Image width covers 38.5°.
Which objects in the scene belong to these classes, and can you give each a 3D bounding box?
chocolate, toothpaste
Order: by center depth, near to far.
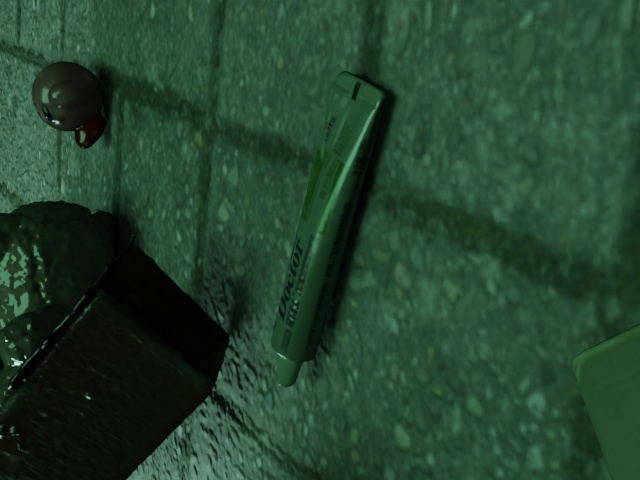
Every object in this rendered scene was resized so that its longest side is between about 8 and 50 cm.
[{"bbox_3d":[0.000,0.000,0.539,0.048,0.029,0.197,41,124,49],"label":"toothpaste"},{"bbox_3d":[-0.194,0.149,0.686,0.321,0.112,0.112,-49,9,20],"label":"chocolate"}]

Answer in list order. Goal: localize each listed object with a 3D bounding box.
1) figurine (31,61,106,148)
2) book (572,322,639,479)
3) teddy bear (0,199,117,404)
[{"bbox_3d":[-0.246,-0.139,0.892,0.067,0.071,0.083,-51,43,-11],"label":"figurine"},{"bbox_3d":[0.217,0.085,0.177,0.371,0.043,0.260,-44,56,52],"label":"book"},{"bbox_3d":[-0.252,0.097,0.849,0.236,0.151,0.267,167,101,-74],"label":"teddy bear"}]
